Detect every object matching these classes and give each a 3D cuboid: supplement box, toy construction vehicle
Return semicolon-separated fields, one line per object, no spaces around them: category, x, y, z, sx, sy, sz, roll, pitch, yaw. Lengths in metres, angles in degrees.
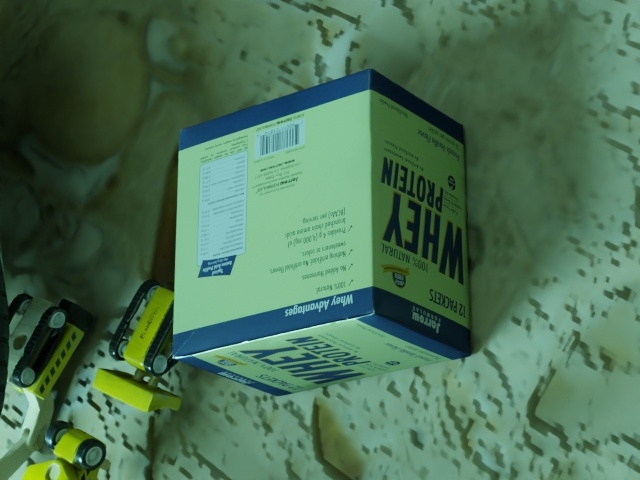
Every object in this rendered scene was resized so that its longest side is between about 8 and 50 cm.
supplement box;0.000;0.000;0.579;0.083;0.056;0.083;-15;64;34
toy construction vehicle;-0.088;0.059;0.646;0.086;0.035;0.098;16;75;41

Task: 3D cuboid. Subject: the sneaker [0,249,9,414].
sneaker;-0.177;0.029;0.663;0.146;0.122;0.330;106;167;-51
